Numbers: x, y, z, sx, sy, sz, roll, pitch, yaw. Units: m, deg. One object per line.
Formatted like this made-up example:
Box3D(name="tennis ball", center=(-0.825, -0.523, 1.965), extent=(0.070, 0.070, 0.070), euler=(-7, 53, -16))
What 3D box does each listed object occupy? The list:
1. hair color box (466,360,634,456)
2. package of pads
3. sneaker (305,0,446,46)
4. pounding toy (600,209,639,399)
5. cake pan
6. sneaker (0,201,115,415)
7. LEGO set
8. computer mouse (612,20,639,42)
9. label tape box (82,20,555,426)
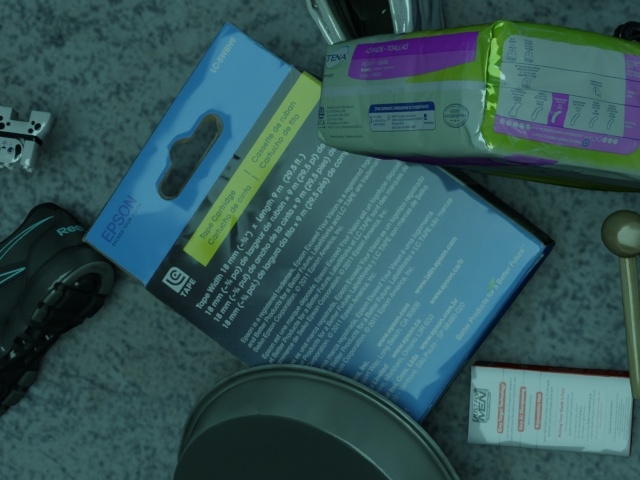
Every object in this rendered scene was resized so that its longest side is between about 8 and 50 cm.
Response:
Box3D(name="hair color box", center=(0.201, 0.146, 1.441), extent=(0.141, 0.043, 0.072), euler=(4, 94, 12))
Box3D(name="package of pads", center=(0.181, -0.098, 1.272), extent=(0.296, 0.229, 0.101), euler=(6, 89, -31))
Box3D(name="sneaker", center=(0.037, -0.272, 1.393), extent=(0.108, 0.169, 0.292), euler=(-16, 88, 15))
Box3D(name="pounding toy", center=(0.315, 0.065, 1.368), extent=(0.155, 0.154, 0.269), euler=(-42, 103, 12))
Box3D(name="cake pan", center=(-0.009, 0.246, 1.427), extent=(0.293, 0.054, 0.293), euler=(13, 120, 23))
Box3D(name="sneaker", center=(-0.302, 0.079, 1.541), extent=(0.267, 0.101, 0.106), euler=(-44, 61, 12))
Box3D(name="LEGO set", center=(-0.351, -0.077, 1.531), extent=(0.227, 0.087, 0.093), euler=(8, 80, 12))
Box3D(name="computer mouse", center=(0.277, -0.235, 1.341), extent=(0.042, 0.106, 0.193), euler=(17, 111, 55))
Box3D(name="label tape box", center=(0.000, 0.000, 1.446), extent=(0.334, 0.106, 0.240), euler=(37, 101, 8))
